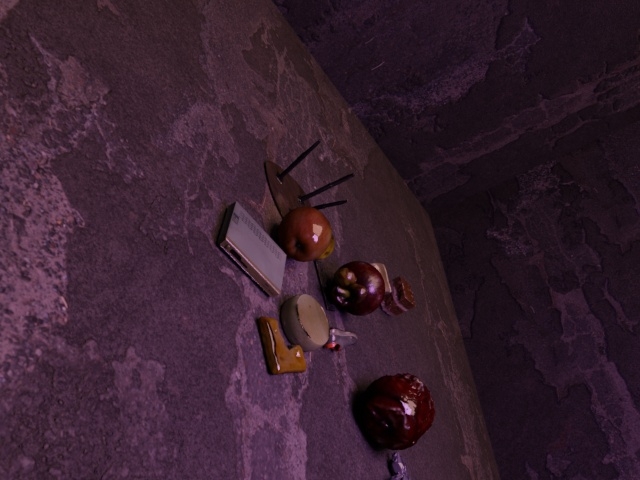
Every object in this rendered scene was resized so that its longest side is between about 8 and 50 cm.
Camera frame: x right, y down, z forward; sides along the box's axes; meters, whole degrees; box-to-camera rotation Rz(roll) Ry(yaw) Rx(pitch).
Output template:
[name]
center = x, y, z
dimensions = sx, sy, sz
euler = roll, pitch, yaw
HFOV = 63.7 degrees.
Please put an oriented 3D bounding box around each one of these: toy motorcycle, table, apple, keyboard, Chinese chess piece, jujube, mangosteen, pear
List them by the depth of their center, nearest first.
[Chinese chess piece]
center = -0.050, 0.267, 1.673
dimensions = 0.188, 0.083, 0.188
euler = 43, 32, -36
[toy motorcycle]
center = 0.266, 0.828, 1.786
dimensions = 0.122, 0.080, 0.215
euler = 58, 18, -21
[apple]
center = -0.057, -0.020, 1.810
dimensions = 0.188, 0.188, 0.174
euler = 56, 31, -20
[jujube]
center = 0.289, 0.612, 1.865
dimensions = 0.376, 0.258, 0.258
euler = 12, 55, -54
[mangosteen]
center = 0.129, 0.181, 1.984
dimensions = 0.257, 0.215, 0.215
euler = 13, 55, -54
[keyboard]
center = 0.017, 0.175, 1.994
dimensions = 0.061, 0.013, 0.204
euler = 25, 44, -56
[table]
center = -0.016, -0.219, 2.024
dimensions = 0.317, 0.249, 0.317
euler = 47, 28, -36
[pear]
center = 0.000, 0.000, 2.030
dimensions = 0.141, 0.104, 0.141
euler = 47, 25, -30

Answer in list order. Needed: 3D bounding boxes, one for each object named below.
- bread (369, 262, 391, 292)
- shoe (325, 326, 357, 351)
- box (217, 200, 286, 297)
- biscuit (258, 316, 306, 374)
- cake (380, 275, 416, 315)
[bread]
center = 0.234, 0.182, 2.307
dimensions = 0.148, 0.134, 0.141
euler = 8, 63, -50
[shoe]
center = 0.068, 0.364, 1.851
dimensions = 0.194, 0.074, 0.077
euler = 30, 52, -50
[box]
center = -0.209, 0.027, 1.615
dimensions = 0.270, 0.045, 0.211
euler = 49, 27, -32
[biscuit]
center = -0.111, 0.318, 1.539
dimensions = 0.183, 0.039, 0.174
euler = 26, 41, -57
[cake]
center = 0.360, 0.271, 2.471
dimensions = 0.134, 0.147, 0.135
euler = 43, 30, -44
